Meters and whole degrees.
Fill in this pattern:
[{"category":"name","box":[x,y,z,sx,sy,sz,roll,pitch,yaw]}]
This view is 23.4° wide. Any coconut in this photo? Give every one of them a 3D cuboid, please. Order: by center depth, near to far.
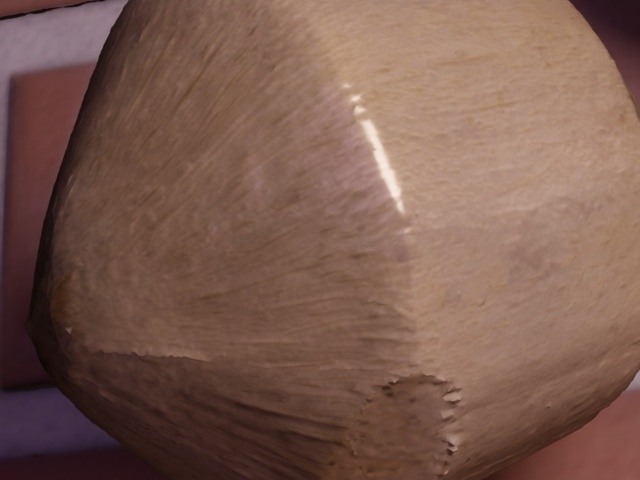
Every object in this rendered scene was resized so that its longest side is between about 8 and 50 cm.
[{"category":"coconut","box":[0.000,0.000,0.634,0.266,0.237,0.237,-13,54,-41]}]
